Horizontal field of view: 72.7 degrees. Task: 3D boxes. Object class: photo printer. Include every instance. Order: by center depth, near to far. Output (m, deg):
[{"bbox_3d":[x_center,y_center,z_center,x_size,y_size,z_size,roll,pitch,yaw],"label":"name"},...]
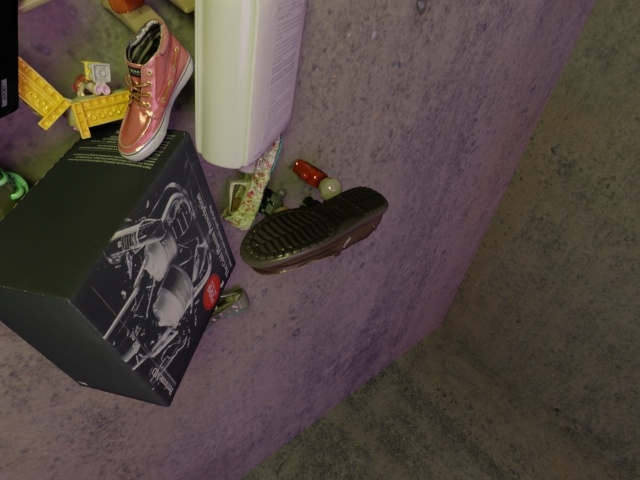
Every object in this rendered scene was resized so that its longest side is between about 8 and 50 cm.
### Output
[{"bbox_3d":[-0.105,-0.303,0.694,0.256,0.107,0.307,-65,171,-51],"label":"photo printer"}]

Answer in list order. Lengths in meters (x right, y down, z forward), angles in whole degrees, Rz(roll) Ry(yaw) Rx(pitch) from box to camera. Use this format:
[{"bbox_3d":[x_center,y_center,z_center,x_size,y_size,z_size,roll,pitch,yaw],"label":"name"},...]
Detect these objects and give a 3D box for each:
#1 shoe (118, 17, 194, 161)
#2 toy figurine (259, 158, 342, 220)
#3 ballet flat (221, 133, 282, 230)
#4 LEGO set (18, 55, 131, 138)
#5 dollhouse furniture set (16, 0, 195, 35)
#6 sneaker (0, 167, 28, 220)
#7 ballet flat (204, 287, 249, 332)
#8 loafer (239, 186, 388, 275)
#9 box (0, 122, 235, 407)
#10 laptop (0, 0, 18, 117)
[{"bbox_3d":[-0.235,-0.199,0.577,0.178,0.063,0.081,-67,164,-9],"label":"shoe"},{"bbox_3d":[-0.048,-0.066,1.066,0.209,0.148,0.213,-34,146,-23],"label":"toy figurine"},{"bbox_3d":[-0.152,-0.129,0.941,0.077,0.091,0.241,11,113,-27],"label":"ballet flat"},{"bbox_3d":[-0.353,-0.213,0.571,0.287,0.107,0.132,-6,115,-53],"label":"LEGO set"},{"bbox_3d":[-0.275,-0.374,0.484,0.259,0.135,0.262,-43,162,-22],"label":"dollhouse furniture set"},{"bbox_3d":[-0.470,-0.062,0.591,0.182,0.158,0.410,-31,151,-52],"label":"sneaker"},{"bbox_3d":[-0.285,0.185,1.135,0.213,0.072,0.068,-26,114,-34],"label":"ballet flat"},{"bbox_3d":[0.000,0.000,0.949,0.366,0.134,0.130,-21,138,-29],"label":"loafer"},{"bbox_3d":[-0.305,0.046,0.706,0.343,0.179,0.312,84,20,-50],"label":"box"},{"bbox_3d":[-0.383,-0.187,0.326,0.264,0.136,0.234,-3,134,-36],"label":"laptop"}]
